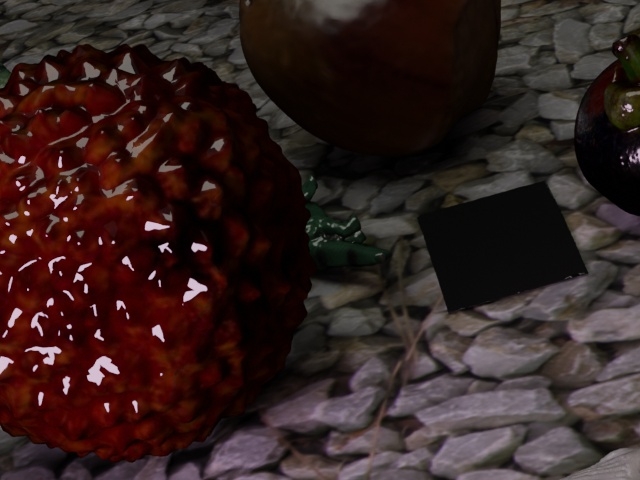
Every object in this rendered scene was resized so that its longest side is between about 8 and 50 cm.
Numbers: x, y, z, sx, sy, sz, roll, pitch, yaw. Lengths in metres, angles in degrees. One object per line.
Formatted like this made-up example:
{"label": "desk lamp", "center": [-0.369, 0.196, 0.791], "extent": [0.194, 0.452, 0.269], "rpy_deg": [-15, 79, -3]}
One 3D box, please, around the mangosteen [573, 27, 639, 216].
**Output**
{"label": "mangosteen", "center": [0.385, -0.137, 1.887], "extent": [0.216, 0.216, 0.216], "rpy_deg": [-14, 27, 7]}

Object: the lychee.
{"label": "lychee", "center": [-0.218, 0.028, 1.730], "extent": [0.424, 0.500, 0.425], "rpy_deg": [10, 49, -12]}

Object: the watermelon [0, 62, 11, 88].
{"label": "watermelon", "center": [-0.485, -0.147, 2.494], "extent": [0.305, 0.180, 0.224], "rpy_deg": [31, 98, 51]}

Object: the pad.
{"label": "pad", "center": [0.206, 0.004, 1.950], "extent": [0.163, 0.004, 0.243], "rpy_deg": [-15, 28, 3]}

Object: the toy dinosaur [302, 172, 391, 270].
{"label": "toy dinosaur", "center": [0.011, -0.010, 2.012], "extent": [0.292, 0.079, 0.120], "rpy_deg": [10, 43, 46]}

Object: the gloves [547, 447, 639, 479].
{"label": "gloves", "center": [0.294, 0.207, 1.424], "extent": [0.229, 0.097, 0.119], "rpy_deg": [-23, 32, -1]}

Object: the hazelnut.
{"label": "hazelnut", "center": [0.067, -0.285, 2.212], "extent": [0.372, 0.372, 0.315], "rpy_deg": [-30, -8, -23]}
